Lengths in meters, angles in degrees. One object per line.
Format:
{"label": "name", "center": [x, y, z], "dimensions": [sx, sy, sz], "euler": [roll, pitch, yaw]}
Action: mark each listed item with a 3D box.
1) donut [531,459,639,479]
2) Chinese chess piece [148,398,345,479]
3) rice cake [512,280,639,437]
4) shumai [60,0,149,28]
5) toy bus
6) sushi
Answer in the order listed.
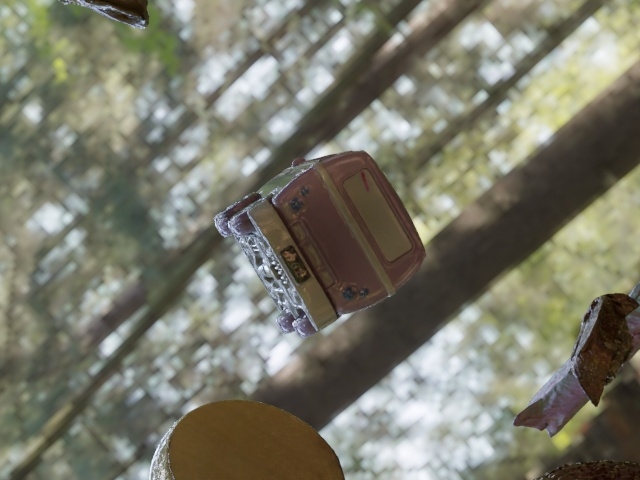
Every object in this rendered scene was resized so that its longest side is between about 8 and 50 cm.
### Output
{"label": "donut", "center": [0.230, 0.270, 1.810], "dimensions": [0.144, 0.186, 0.126], "euler": [23, -145, -18]}
{"label": "Chinese chess piece", "center": [-0.092, 0.314, 2.452], "dimensions": [0.251, 0.097, 0.251], "euler": [14, -139, -12]}
{"label": "rice cake", "center": [0.304, 0.113, 2.076], "dimensions": [0.081, 0.290, 0.051], "euler": [-14, -121, -47]}
{"label": "shumai", "center": [-0.193, -0.301, 1.882], "dimensions": [0.166, 0.175, 0.206], "euler": [32, 176, -15]}
{"label": "toy bus", "center": [0.000, 0.000, 1.803], "dimensions": [0.142, 0.142, 0.202], "euler": [57, 171, -6]}
{"label": "sushi", "center": [0.265, 0.100, 1.836], "dimensions": [0.055, 0.052, 0.120], "euler": [35, -144, -5]}
